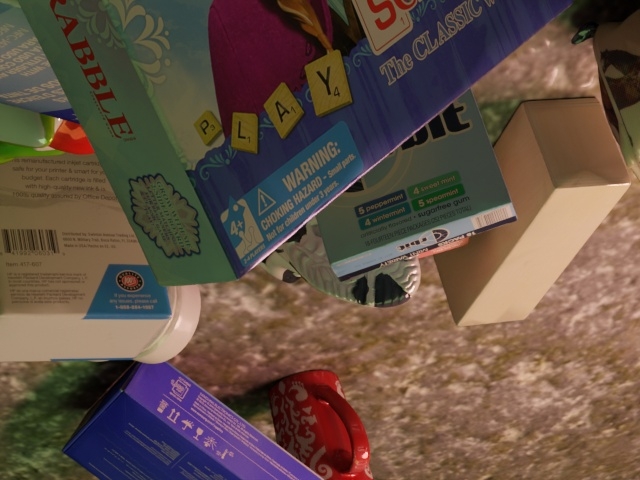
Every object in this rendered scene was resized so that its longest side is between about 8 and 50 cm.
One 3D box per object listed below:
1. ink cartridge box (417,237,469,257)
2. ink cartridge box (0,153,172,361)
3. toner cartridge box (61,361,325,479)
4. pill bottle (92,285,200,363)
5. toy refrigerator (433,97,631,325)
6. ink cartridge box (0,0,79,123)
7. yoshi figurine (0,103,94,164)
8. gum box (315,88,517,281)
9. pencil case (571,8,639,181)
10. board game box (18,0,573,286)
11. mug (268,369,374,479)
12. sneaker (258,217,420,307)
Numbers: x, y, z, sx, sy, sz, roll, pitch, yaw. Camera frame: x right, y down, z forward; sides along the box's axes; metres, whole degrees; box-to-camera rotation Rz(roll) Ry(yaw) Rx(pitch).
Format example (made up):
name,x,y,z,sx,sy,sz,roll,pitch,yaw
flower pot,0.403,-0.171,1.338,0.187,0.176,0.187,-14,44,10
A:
name,x,y,z,sx,sy,sz,roll,pitch,yaw
ink cartridge box,0.078,-0.051,1.489,0.115,0.067,0.198,-15,154,-1
ink cartridge box,-0.218,-0.011,1.260,0.148,0.203,0.086,2,150,-30
toner cartridge box,-0.110,0.285,1.784,0.348,0.075,0.165,38,135,-8
pill bottle,-0.219,0.041,1.431,0.131,0.131,0.229,-29,150,24
toy refrigerator,0.209,-0.023,1.571,0.094,0.102,0.269,-5,150,-20
ink cartridge box,-0.167,-0.220,0.803,0.395,0.270,0.151,13,165,-41
yoshi figurine,-0.177,-0.135,1.116,0.362,0.203,0.203,20,164,-36
gum box,0.061,-0.077,1.303,0.156,0.184,0.041,-19,153,7
pencil case,0.423,-0.201,1.298,0.410,0.184,0.160,-28,122,21
board game box,-0.027,-0.193,0.785,0.066,0.318,0.318,-5,-153,46
mug,0.013,0.244,1.889,0.150,0.169,0.113,-32,148,27
sneaker,0.000,0.000,1.428,0.235,0.094,0.153,19,177,20
